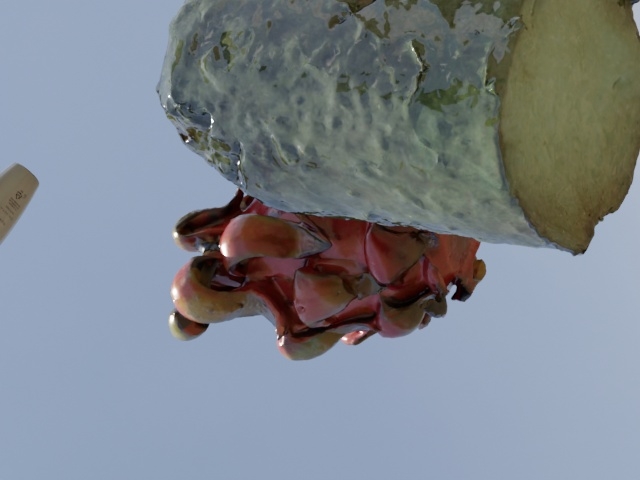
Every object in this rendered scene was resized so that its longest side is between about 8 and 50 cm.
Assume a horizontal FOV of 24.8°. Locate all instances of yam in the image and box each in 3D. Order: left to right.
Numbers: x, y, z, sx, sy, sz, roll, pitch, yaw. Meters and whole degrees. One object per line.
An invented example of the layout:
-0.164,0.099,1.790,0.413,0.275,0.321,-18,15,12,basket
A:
0.050,-0.105,0.981,0.195,0.300,0.195,-20,-66,-54,yam

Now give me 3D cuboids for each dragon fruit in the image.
0.012,-0.005,1.402,0.307,0.243,0.227,-16,-95,-44,dragon fruit

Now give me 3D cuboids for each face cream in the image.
-0.431,-0.018,1.855,0.182,0.051,0.072,-54,-45,-19,face cream
